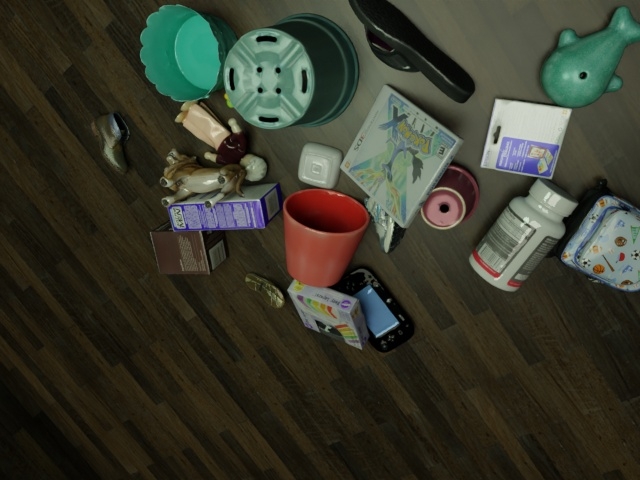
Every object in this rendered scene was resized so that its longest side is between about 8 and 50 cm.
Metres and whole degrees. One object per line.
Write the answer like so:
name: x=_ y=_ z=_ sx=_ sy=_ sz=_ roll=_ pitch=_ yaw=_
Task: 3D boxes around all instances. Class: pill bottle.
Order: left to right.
pill bottle: x=0.599 y=-0.018 z=1.534 sx=0.176 sy=0.176 sz=0.318 roll=32 pitch=116 yaw=3

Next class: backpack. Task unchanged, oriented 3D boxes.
backpack: x=0.838 y=0.010 z=1.468 sx=0.264 sy=0.213 sz=0.276 roll=24 pitch=113 yaw=-5

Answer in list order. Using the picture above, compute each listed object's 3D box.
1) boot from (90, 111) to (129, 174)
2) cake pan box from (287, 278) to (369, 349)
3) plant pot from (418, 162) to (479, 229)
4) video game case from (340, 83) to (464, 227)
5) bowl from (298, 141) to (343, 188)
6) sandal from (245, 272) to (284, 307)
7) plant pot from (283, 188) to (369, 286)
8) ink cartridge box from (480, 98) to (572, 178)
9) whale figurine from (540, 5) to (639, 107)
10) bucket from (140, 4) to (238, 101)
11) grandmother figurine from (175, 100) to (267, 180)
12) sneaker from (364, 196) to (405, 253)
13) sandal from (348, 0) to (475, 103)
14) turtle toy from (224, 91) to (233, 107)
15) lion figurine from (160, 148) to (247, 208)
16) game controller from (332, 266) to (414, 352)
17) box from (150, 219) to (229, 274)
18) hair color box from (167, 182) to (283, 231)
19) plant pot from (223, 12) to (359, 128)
boot: x=-0.726 y=-0.349 z=1.854 sx=0.106 sy=0.082 sz=0.219 roll=-22 pitch=101 yaw=26
cake pan box: x=0.032 y=0.251 z=1.777 sx=0.246 sy=0.070 sz=0.266 roll=20 pitch=150 yaw=27
plant pot: x=0.372 y=-0.122 z=1.560 sx=0.202 sy=0.180 sz=0.201 roll=6 pitch=111 yaw=15
video game case: x=0.223 y=-0.252 z=1.533 sx=0.329 sy=0.036 sz=0.299 roll=49 pitch=122 yaw=35
bowl: x=-0.006 y=-0.240 z=1.698 sx=0.142 sy=0.053 sz=0.142 roll=17 pitch=116 yaw=10
sandal: x=-0.199 y=0.178 z=1.926 sx=0.180 sy=0.049 sz=0.072 roll=34 pitch=111 yaw=18
plant pot: x=0.000 y=0.000 z=1.690 sx=0.275 sy=0.275 sz=0.243 roll=18 pitch=125 yaw=9
ink cartridge box: x=0.587 y=-0.296 z=1.501 sx=0.208 sy=0.045 sz=0.206 roll=11 pitch=113 yaw=10
whale figurine: x=0.708 y=-0.468 z=1.345 sx=0.216 sy=0.141 sz=0.272 roll=45 pitch=115 yaw=-3
bucket: x=-0.395 y=-0.576 z=1.609 sx=0.281 sy=0.183 sz=0.281 roll=6 pitch=112 yaw=15
grandmother figurine: x=-0.316 y=-0.330 z=1.735 sx=0.342 sy=0.104 sz=0.208 roll=42 pitch=145 yaw=-6
sneaker: x=0.206 y=-0.097 z=1.678 sx=0.122 sy=0.110 sz=0.282 roll=12 pitch=112 yaw=31
sandal: x=0.234 y=-0.527 z=1.460 sx=0.446 sy=0.167 sz=0.107 roll=42 pitch=134 yaw=-2
turtle toy: x=-0.262 y=-0.475 z=1.667 sx=0.130 sy=0.095 sz=0.066 roll=-26 pitch=125 yaw=40
lion figurine: x=-0.366 y=-0.201 z=1.697 sx=0.393 sy=0.240 sz=0.142 roll=9 pitch=119 yaw=20
game controller: x=0.185 y=0.243 z=1.822 sx=0.166 sy=0.067 sz=0.319 roll=-35 pitch=99 yaw=25
box: x=-0.465 y=0.015 z=1.869 sx=0.203 sy=0.168 sz=0.166 roll=-1 pitch=111 yaw=16
hair color box: x=-0.320 y=-0.113 z=1.766 sx=0.339 sy=0.185 sz=0.110 roll=0 pitch=113 yaw=17
plant pot: x=-0.092 y=-0.467 z=1.478 sx=0.341 sy=0.334 sz=0.340 roll=6 pitch=113 yaw=15
